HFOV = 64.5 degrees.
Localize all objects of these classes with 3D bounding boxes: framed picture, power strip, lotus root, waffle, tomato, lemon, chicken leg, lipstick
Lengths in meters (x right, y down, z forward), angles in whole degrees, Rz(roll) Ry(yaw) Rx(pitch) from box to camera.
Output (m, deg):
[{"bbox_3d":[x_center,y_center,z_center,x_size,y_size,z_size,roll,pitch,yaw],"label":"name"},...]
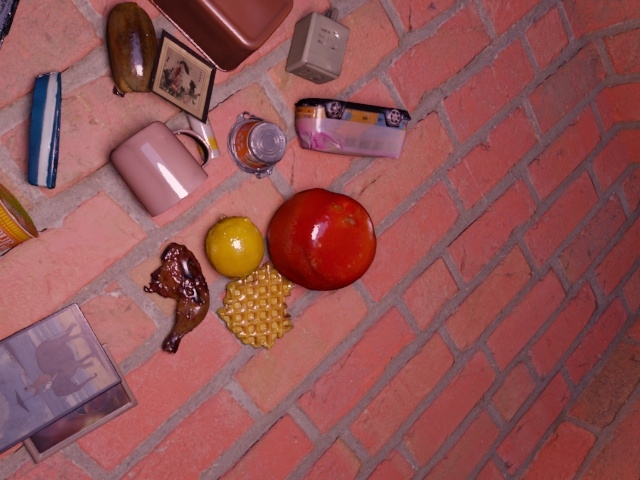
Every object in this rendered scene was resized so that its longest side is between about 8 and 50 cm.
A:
[{"bbox_3d":[-0.748,0.361,1.340,0.347,0.016,0.265,-29,101,-23],"label":"framed picture"},{"bbox_3d":[-0.003,-0.628,1.596,0.140,0.139,0.224,12,89,-29],"label":"power strip"},{"bbox_3d":[-0.498,-0.506,1.347,0.124,0.123,0.241,-11,104,-37],"label":"lotus root"},{"bbox_3d":[-0.184,0.210,1.632,0.291,0.051,0.291,-4,99,-26],"label":"waffle"},{"bbox_3d":[-0.375,-0.448,1.405,0.199,0.010,0.195,26,66,-48],"label":"framed picture"},{"bbox_3d":[0.000,0.000,1.587,0.325,0.293,0.290,50,60,-33],"label":"tomato"},{"bbox_3d":[-0.254,0.024,1.508,0.173,0.173,0.206,-13,117,-27],"label":"lemon"},{"bbox_3d":[-0.686,0.444,1.399,0.289,0.020,0.211,-28,107,-23],"label":"framed picture"},{"bbox_3d":[-0.414,0.168,1.494,0.177,0.083,0.322,-17,101,-17],"label":"chicken leg"},{"bbox_3d":[-0.358,-0.365,1.474,0.059,0.059,0.264,-23,106,-25],"label":"lipstick"}]

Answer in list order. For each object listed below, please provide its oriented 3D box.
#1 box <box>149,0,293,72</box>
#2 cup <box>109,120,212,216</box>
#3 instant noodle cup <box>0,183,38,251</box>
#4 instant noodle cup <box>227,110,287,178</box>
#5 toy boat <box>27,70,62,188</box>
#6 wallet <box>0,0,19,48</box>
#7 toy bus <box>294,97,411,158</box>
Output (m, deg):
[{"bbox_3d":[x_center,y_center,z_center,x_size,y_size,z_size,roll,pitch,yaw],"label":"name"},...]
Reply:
[{"bbox_3d":[-0.273,-0.676,1.392,0.339,0.229,0.239,42,74,-26],"label":"box"},{"bbox_3d":[-0.420,-0.219,1.386,0.253,0.191,0.200,-44,110,-27],"label":"cup"},{"bbox_3d":[-0.812,-0.027,1.214,0.185,0.168,0.168,-33,110,-14],"label":"instant noodle cup"},{"bbox_3d":[-0.178,-0.293,1.542,0.177,0.125,0.208,-41,113,-20],"label":"instant noodle cup"},{"bbox_3d":[-0.693,-0.281,1.281,0.061,0.096,0.299,5,91,-20],"label":"toy boat"},{"bbox_3d":[-0.823,-0.573,1.205,0.172,0.045,0.318,19,87,-26],"label":"wallet"},{"bbox_3d":[0.099,-0.360,1.665,0.386,0.171,0.162,0,98,-28],"label":"toy bus"}]
